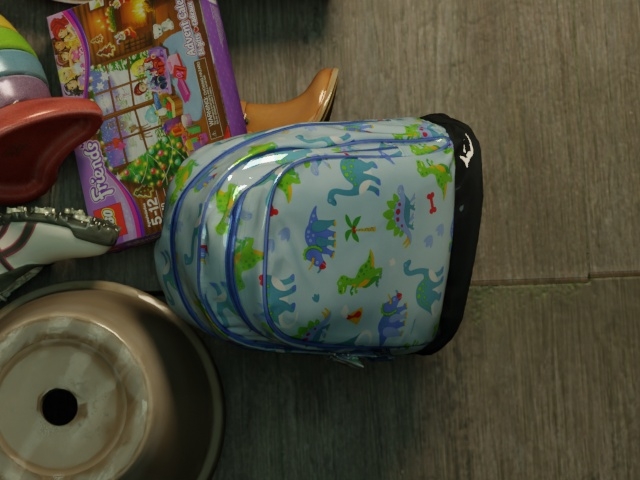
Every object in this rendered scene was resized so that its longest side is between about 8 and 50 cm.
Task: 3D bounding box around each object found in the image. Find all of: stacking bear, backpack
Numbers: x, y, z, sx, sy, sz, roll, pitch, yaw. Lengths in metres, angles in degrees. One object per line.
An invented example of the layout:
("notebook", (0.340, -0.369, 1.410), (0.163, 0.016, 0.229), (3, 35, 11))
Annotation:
("stacking bear", (-0.406, -0.205, 1.735), (0.175, 0.164, 0.289), (-45, 66, 32))
("backpack", (0.000, 0.000, 1.612), (0.355, 0.273, 0.290), (5, 100, -21))

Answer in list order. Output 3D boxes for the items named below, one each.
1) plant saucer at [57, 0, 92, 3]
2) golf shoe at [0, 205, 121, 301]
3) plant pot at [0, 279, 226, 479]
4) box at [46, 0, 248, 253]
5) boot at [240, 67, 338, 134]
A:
("plant saucer", (-0.283, -0.431, 1.835), (0.310, 0.050, 0.311), (0, 80, -2))
("golf shoe", (-0.353, 0.018, 1.720), (0.272, 0.105, 0.120), (-1, 88, 20))
("plant pot", (-0.267, 0.188, 1.619), (0.323, 0.280, 0.323), (0, 81, -1))
("box", (-0.195, -0.150, 1.751), (0.201, 0.057, 0.293), (-17, 81, 20))
("boot", (-0.075, -0.147, 1.789), (0.152, 0.073, 0.197), (26, 76, 7))
